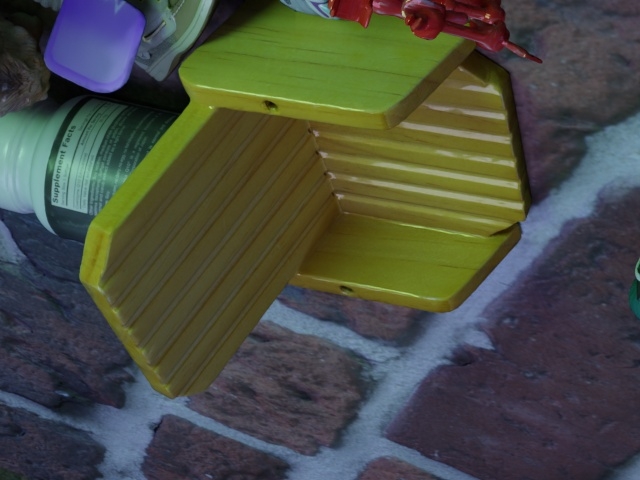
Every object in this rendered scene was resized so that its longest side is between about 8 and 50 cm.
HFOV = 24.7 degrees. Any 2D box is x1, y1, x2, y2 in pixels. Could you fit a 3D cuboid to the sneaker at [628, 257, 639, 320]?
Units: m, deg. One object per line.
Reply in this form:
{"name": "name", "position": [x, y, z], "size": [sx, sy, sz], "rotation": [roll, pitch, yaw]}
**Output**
{"name": "sneaker", "position": [0.343, -0.017, 1.344], "size": [0.121, 0.108, 0.302], "rotation": [30, 149, 0]}

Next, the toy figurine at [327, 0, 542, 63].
{"name": "toy figurine", "position": [0.062, -0.283, 1.042], "size": [0.191, 0.217, 0.362], "rotation": [13, -162, -12]}

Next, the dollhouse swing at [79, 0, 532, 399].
{"name": "dollhouse swing", "position": [0.000, 0.000, 1.396], "size": [0.315, 0.305, 0.347], "rotation": [11, 150, 21]}

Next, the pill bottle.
{"name": "pill bottle", "position": [-0.211, -0.069, 1.578], "size": [0.278, 0.162, 0.162], "rotation": [13, 151, 17]}

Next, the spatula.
{"name": "spatula", "position": [-0.175, -0.253, 1.258], "size": [0.084, 0.030, 0.296], "rotation": [27, 132, 5]}

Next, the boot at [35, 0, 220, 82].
{"name": "boot", "position": [-0.176, -0.241, 1.342], "size": [0.165, 0.077, 0.213], "rotation": [31, 152, -11]}

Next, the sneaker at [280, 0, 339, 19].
{"name": "sneaker", "position": [-0.022, -0.230, 1.285], "size": [0.069, 0.038, 0.098], "rotation": [7, 149, 25]}

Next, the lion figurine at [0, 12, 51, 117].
{"name": "lion figurine", "position": [-0.424, -0.264, 1.391], "size": [0.240, 0.142, 0.392], "rotation": [23, 164, 29]}
